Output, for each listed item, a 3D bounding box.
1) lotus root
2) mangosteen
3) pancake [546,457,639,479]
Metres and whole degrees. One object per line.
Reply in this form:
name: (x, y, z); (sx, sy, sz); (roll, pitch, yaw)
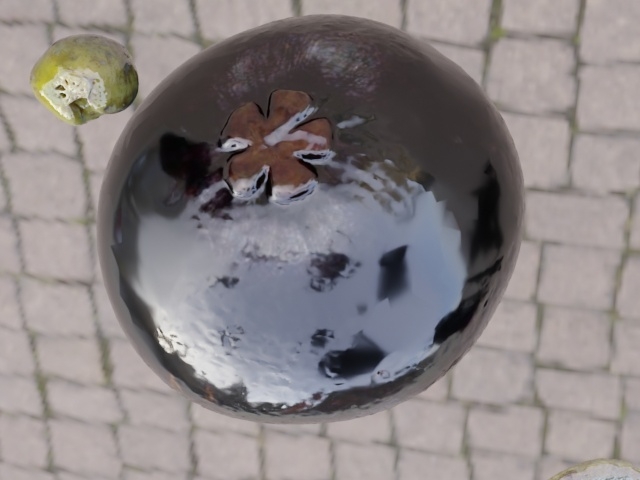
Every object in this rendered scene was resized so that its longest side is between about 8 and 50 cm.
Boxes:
lotus root: (-0.129, -0.090, 1.016); (0.054, 0.099, 0.049); (-20, 91, 9)
mangosteen: (0.000, 0.000, 1.189); (0.275, 0.275, 0.302); (4, 161, 10)
pancake: (0.232, 0.251, 1.631); (0.158, 0.028, 0.158); (-13, 135, -14)
